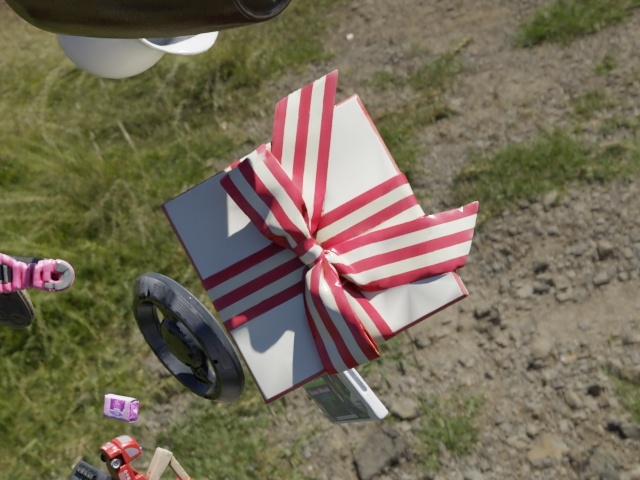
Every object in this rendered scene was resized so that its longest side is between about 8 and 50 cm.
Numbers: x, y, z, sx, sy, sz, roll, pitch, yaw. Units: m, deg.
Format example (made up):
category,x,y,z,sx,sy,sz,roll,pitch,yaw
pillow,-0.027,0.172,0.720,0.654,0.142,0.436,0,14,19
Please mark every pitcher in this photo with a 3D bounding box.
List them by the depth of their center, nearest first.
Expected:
category,x,y,z,sx,sy,sz,roll,pitch,yaw
pitcher,-0.240,-0.252,1.038,0.207,0.177,0.125,8,91,51

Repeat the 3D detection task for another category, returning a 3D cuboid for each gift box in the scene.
category,x,y,z,sx,sy,sz,roll,pitch,yaw
gift box,0.013,-0.008,0.969,0.276,0.255,0.258,-34,-4,6

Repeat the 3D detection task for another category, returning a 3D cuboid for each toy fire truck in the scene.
category,x,y,z,sx,sy,sz,roll,pitch,yaw
toy fire truck,-0.307,0.422,1.672,0.135,0.192,0.047,-29,25,-31

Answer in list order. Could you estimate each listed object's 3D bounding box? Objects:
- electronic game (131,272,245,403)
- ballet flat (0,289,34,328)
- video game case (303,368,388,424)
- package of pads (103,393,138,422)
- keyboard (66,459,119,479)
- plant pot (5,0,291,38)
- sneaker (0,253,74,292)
category,x,y,z,sx,sy,sz,roll,pitch,yaw
electronic game,-0.194,0.143,1.342,0.229,0.229,0.048,20,48,42
ballet flat,-0.462,0.016,1.219,0.084,0.250,0.058,-26,26,24
video game case,0.005,0.203,1.392,0.022,0.173,0.190,-39,3,-24
package of pads,-0.433,0.363,2.005,0.083,0.032,0.050,3,89,33
keyboard,-0.389,0.493,1.363,0.201,0.033,0.317,8,67,46
plant pot,-0.133,-0.264,0.798,0.230,0.215,0.215,20,56,29
sneaker,-0.350,0.036,1.087,0.119,0.047,0.057,8,8,-12
